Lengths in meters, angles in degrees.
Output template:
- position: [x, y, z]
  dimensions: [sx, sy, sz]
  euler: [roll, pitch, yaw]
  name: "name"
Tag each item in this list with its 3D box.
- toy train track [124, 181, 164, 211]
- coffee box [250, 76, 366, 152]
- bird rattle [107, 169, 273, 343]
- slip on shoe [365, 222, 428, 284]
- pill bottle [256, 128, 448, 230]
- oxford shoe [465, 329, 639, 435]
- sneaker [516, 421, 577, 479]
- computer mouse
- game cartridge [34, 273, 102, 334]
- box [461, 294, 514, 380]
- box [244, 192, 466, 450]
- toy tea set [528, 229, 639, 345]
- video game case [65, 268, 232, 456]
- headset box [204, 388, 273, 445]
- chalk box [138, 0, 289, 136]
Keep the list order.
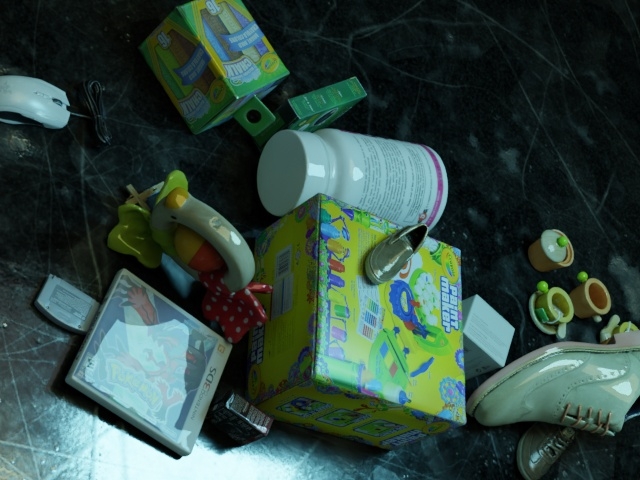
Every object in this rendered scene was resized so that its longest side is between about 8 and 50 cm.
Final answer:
- position: [-0.255, -0.065, 1.587]
  dimensions: [0.048, 0.014, 0.083]
  euler: [52, 42, 2]
  name: "toy train track"
- position: [-0.019, -0.205, 1.774]
  dimensions: [0.184, 0.113, 0.040]
  euler: [-27, 83, -47]
  name: "coffee box"
- position: [-0.165, 0.023, 1.498]
  dimensions: [0.143, 0.207, 0.253]
  euler: [-41, 87, -25]
  name: "bird rattle"
- position: [0.113, 0.016, 1.582]
  dimensions: [0.135, 0.041, 0.051]
  euler: [-36, 92, -45]
  name: "slip on shoe"
- position: [0.051, -0.092, 1.746]
  dimensions: [0.283, 0.160, 0.160]
  euler: [5, 65, -38]
  name: "pill bottle"
- position: [0.436, 0.256, 1.823]
  dimensions: [0.397, 0.140, 0.146]
  euler: [-12, 54, -17]
  name: "oxford shoe"
- position: [0.398, 0.333, 1.873]
  dimensions: [0.066, 0.071, 0.188]
  euler: [49, 47, -9]
  name: "sneaker"
- position: [-0.382, -0.190, 1.526]
  dimensions: [0.193, 0.042, 0.106]
  euler: [6, 66, -37]
  name: "computer mouse"
- position: [-0.334, 0.087, 1.444]
  dimensions: [0.083, 0.017, 0.056]
  euler: [35, 47, -20]
  name: "game cartridge"
- position: [0.246, 0.163, 1.816]
  dimensions: [0.102, 0.101, 0.087]
  euler: [40, 49, -18]
  name: "box"
- position: [0.055, 0.128, 1.627]
  dimensions: [0.279, 0.177, 0.289]
  euler: [21, 56, -30]
  name: "box"
- position: [0.507, 0.127, 2.029]
  dimensions: [0.336, 0.124, 0.200]
  euler: [49, 47, -9]
  name: "toy tea set"
- position: [-0.225, 0.164, 1.477]
  dimensions: [0.201, 0.023, 0.183]
  euler: [38, 49, -24]
  name: "video game case"
- position: [-0.111, 0.248, 1.510]
  dimensions: [0.083, 0.062, 0.032]
  euler: [38, 50, -17]
  name: "headset box"
- position: [-0.152, -0.256, 1.684]
  dimensions: [0.132, 0.132, 0.213]
  euler: [-33, 89, -44]
  name: "chalk box"
